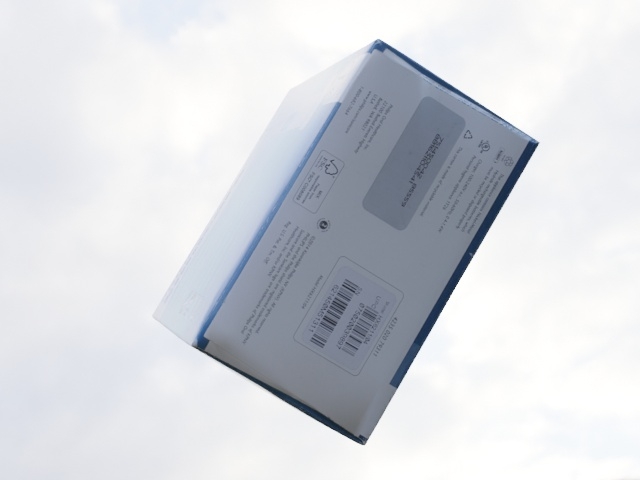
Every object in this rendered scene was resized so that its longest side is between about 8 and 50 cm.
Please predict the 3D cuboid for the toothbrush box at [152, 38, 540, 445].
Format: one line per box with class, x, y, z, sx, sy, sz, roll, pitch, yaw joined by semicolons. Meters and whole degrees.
toothbrush box;0.000;0.000;0.946;0.126;0.216;0.295;32;-7;-11
